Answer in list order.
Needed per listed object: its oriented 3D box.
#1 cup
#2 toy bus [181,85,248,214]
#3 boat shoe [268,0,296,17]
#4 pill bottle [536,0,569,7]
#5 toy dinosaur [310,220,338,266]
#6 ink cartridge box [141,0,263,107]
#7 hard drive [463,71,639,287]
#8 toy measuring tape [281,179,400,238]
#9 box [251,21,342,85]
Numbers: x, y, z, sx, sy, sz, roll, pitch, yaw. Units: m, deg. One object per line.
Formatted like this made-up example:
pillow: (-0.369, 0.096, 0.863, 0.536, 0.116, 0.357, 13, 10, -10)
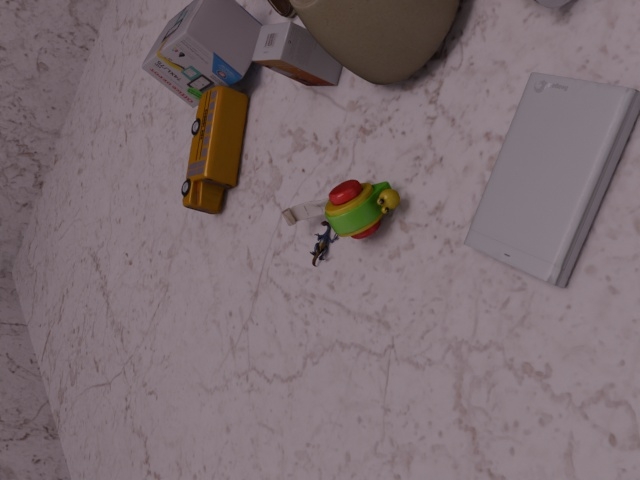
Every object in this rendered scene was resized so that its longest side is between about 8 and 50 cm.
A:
cup: (0.076, -0.497, 1.421, 0.331, 0.237, 0.330, -13, 72, 49)
toy bus: (-0.290, -0.246, 2.006, 0.130, 0.108, 0.332, -7, 72, 50)
boat shoe: (-0.151, -0.699, 1.920, 0.095, 0.095, 0.257, -41, 73, 44)
pill bottle: (0.352, -0.486, 1.226, 0.119, 0.119, 0.208, -53, 41, 27)
toy dinosaur: (0.000, 0.000, 1.594, 0.090, 0.047, 0.082, -43, 25, 53)
ink cartridge box: (-0.330, -0.541, 2.042, 0.270, 0.198, 0.197, -15, 46, 50)
hard drive: (0.360, -0.103, 1.150, 0.203, 0.040, 0.307, 30, 103, 53)
toy measuring tape: (0.021, -0.052, 1.494, 0.330, 0.121, 0.121, -11, 69, 42)
box: (-0.049, -0.433, 1.696, 0.130, 0.171, 0.090, 15, 89, 54)
